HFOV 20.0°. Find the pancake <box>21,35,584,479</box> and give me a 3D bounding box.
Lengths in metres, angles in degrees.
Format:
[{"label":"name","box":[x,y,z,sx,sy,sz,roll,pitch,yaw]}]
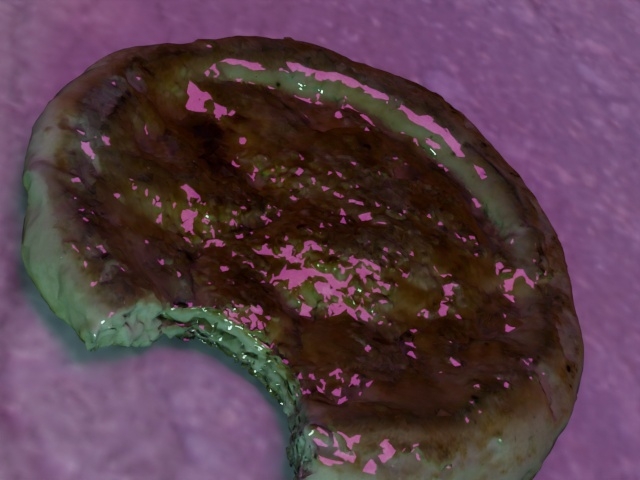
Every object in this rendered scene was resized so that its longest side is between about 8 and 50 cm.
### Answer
[{"label":"pancake","box":[0.000,0.000,0.723,0.253,0.037,0.253,17,41,-15]}]
